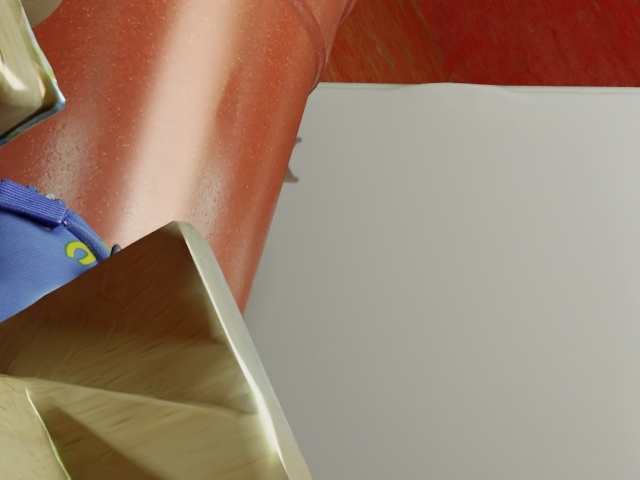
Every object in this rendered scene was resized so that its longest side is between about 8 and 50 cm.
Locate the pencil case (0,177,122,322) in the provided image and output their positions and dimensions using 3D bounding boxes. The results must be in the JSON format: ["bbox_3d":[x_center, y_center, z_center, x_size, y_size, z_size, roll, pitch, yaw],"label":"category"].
[{"bbox_3d":[-0.173,0.087,0.799,0.119,0.306,0.133,28,53,4],"label":"pencil case"}]

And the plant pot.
[{"bbox_3d":[-0.128,-0.066,0.941,0.272,0.272,0.265,41,51,-47],"label":"plant pot"}]

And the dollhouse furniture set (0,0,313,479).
[{"bbox_3d":[-0.166,0.142,0.547,0.362,0.394,0.256,66,18,17],"label":"dollhouse furniture set"}]

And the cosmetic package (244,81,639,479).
[{"bbox_3d":[0.142,0.068,1.213,0.393,0.329,0.327,9,85,-68],"label":"cosmetic package"}]
